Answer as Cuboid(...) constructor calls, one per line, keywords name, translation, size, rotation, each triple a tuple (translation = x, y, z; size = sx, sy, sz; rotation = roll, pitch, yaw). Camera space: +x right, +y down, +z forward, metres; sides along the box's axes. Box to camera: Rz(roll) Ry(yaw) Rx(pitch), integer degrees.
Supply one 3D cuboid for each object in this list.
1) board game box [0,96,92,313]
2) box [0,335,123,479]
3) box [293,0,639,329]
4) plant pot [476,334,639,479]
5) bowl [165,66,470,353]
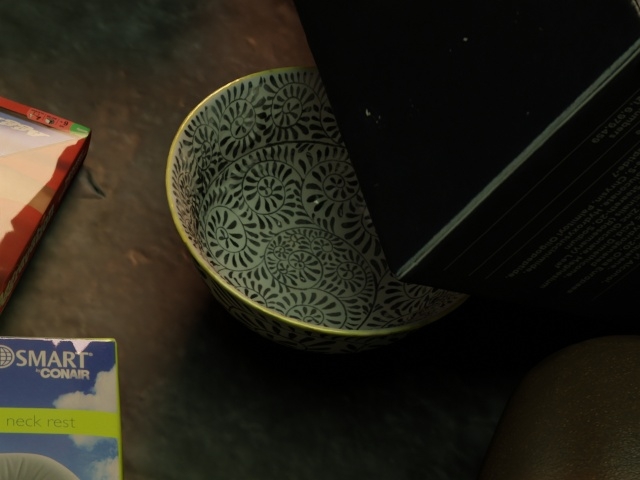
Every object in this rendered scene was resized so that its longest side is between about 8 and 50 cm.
Cuboid(name="board game box", translation=(-0.272, -0.053, 0.904), size=(0.281, 0.027, 0.145), rotation=(19, 42, 1))
Cuboid(name="box", translation=(-0.144, 0.110, 0.813), size=(0.109, 0.042, 0.178), rotation=(3, 53, -13))
Cuboid(name="box", translation=(0.154, -0.136, 0.930), size=(0.312, 0.179, 0.343), rotation=(12, 46, -37))
Cuboid(name="plant pot", translation=(0.142, 0.155, 0.769), size=(0.215, 0.215, 0.230), rotation=(10, 35, -7))
Cuboid(name="bowl", translation=(0.000, 0.000, 0.912), size=(0.170, 0.080, 0.170), rotation=(7, 50, -9))
